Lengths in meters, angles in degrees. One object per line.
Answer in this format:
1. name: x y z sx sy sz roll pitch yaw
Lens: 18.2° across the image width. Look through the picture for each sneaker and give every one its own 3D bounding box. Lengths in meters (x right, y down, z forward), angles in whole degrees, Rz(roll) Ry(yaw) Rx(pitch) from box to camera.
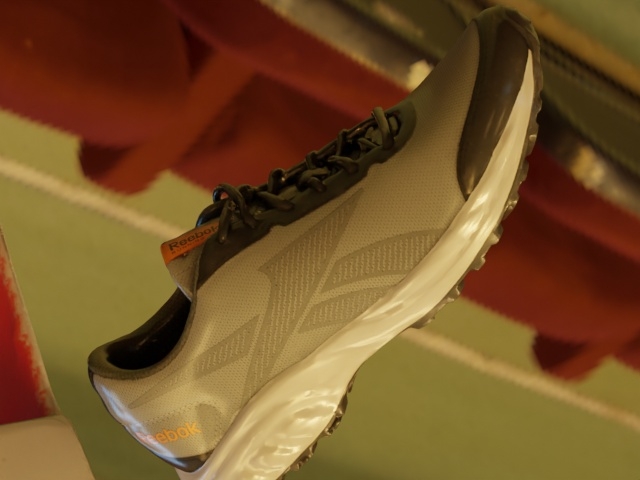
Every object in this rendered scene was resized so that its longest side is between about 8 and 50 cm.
1. sneaker: 0.000 0.000 0.897 0.108 0.100 0.271 36 104 -15

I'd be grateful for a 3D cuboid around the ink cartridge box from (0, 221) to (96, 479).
1. ink cartridge box: -0.113 0.134 0.473 0.066 0.261 0.296 -7 142 -28
